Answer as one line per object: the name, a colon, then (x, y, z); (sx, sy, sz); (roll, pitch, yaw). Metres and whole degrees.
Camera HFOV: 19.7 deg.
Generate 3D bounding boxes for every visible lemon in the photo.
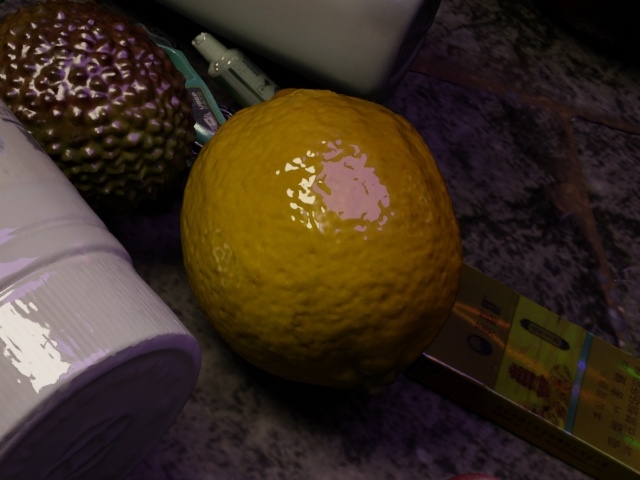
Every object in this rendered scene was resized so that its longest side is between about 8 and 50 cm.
lemon: (0.000, 0.000, 1.272); (0.192, 0.192, 0.231); (-5, 70, -37)

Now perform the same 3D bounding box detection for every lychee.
lychee: (-0.166, -0.086, 1.275); (0.171, 0.171, 0.171); (18, 42, -17)

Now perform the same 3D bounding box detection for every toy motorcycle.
toy motorcycle: (-0.123, -0.104, 1.402); (0.100, 0.058, 0.173); (-4, 49, -37)

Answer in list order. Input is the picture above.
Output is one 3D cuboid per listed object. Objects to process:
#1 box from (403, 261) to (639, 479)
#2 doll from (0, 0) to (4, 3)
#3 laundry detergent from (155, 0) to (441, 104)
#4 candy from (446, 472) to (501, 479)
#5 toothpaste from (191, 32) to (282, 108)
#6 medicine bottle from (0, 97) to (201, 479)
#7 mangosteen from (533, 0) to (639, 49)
box: (0.165, 0.101, 1.407); (0.193, 0.030, 0.121); (29, 39, -5)
doll: (-0.298, -0.180, 1.373); (0.115, 0.050, 0.190); (-26, 65, -42)
laundry detergent: (-0.101, -0.245, 1.489); (0.398, 0.125, 0.264); (25, 14, 4)
candy: (0.112, 0.206, 1.253); (0.103, 0.043, 0.103); (18, 42, -17)
toothpaste: (-0.023, -0.090, 1.442); (0.204, 0.031, 0.049); (43, 36, -17)
medicine bottle: (-0.235, 0.010, 1.110); (0.190, 0.190, 0.332); (-21, 63, -44)
mangosteen: (0.294, -0.341, 1.762); (0.307, 0.307, 0.347); (9, 14, -26)
